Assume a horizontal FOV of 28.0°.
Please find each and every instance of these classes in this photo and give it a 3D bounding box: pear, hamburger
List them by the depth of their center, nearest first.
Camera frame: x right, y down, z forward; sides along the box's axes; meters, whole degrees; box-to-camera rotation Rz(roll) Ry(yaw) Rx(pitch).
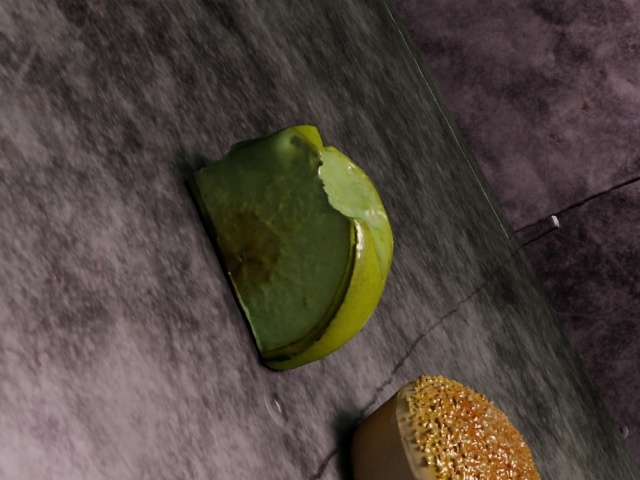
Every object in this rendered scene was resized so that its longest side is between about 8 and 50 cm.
[{"bbox_3d":[0.000,0.000,1.569,0.286,0.176,0.282,67,16,12],"label":"pear"},{"bbox_3d":[0.166,0.304,1.576,0.302,0.170,0.302,52,19,-26],"label":"hamburger"}]
